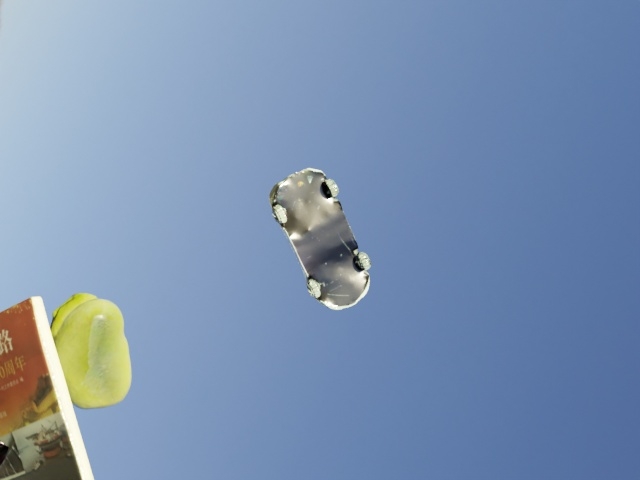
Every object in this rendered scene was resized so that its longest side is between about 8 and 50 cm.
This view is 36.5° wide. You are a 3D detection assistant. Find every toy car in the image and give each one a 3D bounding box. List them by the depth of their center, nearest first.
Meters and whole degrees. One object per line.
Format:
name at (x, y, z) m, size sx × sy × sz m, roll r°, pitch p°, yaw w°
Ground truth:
toy car at (0.000, 0.000, 1.341) m, size 0.095 × 0.205 × 0.056 m, roll -29°, pitch -162°, yaw -15°

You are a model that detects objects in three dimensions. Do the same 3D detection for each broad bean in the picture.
broad bean at (-0.349, 0.167, 1.470) m, size 0.082 × 0.124 × 0.175 m, roll 154°, pitch -67°, yaw -63°

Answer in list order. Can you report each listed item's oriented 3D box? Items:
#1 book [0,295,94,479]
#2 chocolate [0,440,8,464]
book at (-0.447, 0.298, 1.419) m, size 0.262 × 0.028 × 0.374 m, roll -25°, pitch -100°, yaw 32°
chocolate at (-0.526, 0.283, 1.411) m, size 0.070 × 0.147 × 0.072 m, roll -56°, pitch 161°, yaw -17°
